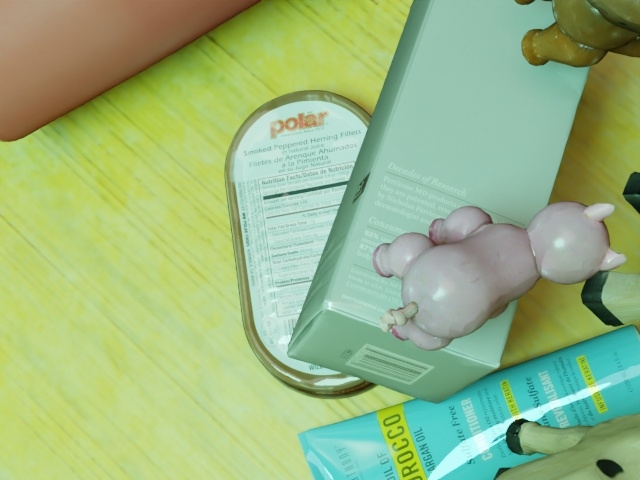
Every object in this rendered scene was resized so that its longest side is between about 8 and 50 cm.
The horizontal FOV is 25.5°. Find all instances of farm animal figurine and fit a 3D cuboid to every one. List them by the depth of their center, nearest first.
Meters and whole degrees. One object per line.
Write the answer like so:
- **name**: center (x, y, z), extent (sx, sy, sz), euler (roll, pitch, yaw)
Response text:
- **farm animal figurine**: center (0.197, 0.019, 0.671), extent (0.172, 0.326, 0.330), euler (-4, 71, 51)

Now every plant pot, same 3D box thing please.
- **plant pot**: center (-0.155, -0.207, 0.829), extent (0.243, 0.275, 0.275), euler (-39, 74, 9)

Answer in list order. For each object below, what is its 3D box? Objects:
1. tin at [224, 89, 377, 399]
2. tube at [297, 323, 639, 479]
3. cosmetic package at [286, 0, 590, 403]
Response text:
- **tin**: center (0.000, 0.000, 0.856), extent (0.106, 0.040, 0.190), euler (-9, 75, 3)
- **tube**: center (0.093, 0.110, 0.811), extent (0.207, 0.052, 0.080), euler (-24, 66, 9)
- **cosmetic package**: center (0.072, -0.041, 0.781), extent (0.107, 0.127, 0.238), euler (18, 71, -4)
